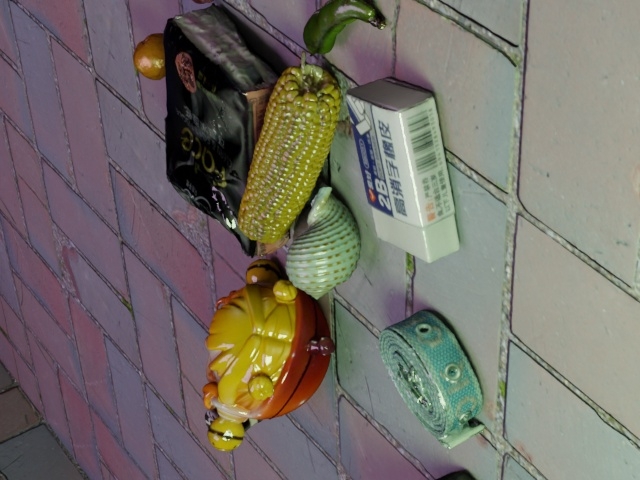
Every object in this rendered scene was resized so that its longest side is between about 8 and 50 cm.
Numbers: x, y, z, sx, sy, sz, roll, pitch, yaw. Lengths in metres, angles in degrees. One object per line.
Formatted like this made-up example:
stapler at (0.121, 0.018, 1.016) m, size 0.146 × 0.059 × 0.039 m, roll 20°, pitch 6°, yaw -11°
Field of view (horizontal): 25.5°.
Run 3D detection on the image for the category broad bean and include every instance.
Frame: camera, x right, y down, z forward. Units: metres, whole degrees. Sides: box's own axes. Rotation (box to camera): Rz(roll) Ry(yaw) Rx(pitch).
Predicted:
broad bean at (0.016, -0.275, 1.801) m, size 0.061 × 0.046 × 0.195 m, roll 54°, pitch 155°, yaw -14°

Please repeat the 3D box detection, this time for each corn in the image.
corn at (-0.042, -0.117, 1.949) m, size 0.101 × 0.101 × 0.310 m, roll 49°, pitch 137°, yaw 32°

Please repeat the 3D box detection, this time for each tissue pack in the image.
tissue pack at (-0.140, -0.156, 2.122) m, size 0.245 × 0.123 × 0.332 m, roll 48°, pitch 150°, yaw 38°

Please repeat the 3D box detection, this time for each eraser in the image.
eraser at (0.105, -0.088, 1.768) m, size 0.124 × 0.068 × 0.210 m, roll 27°, pitch 136°, yaw 53°

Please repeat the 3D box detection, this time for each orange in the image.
orange at (-0.262, -0.297, 2.282) m, size 0.070 × 0.083 × 0.083 m, roll 53°, pitch 157°, yaw -13°

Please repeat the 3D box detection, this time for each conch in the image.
conch at (0.005, 0.004, 2.002) m, size 0.153 × 0.102 × 0.135 m, roll -66°, pitch 22°, yaw -1°

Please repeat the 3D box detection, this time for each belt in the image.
belt at (0.146, 0.180, 1.911) m, size 0.163 × 0.082 × 0.147 m, roll 44°, pitch 152°, yaw 40°

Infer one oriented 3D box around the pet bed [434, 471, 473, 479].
pet bed at (0.139, 0.432, 1.991) m, size 0.183 × 0.211 × 0.159 m, roll 25°, pitch 135°, yaw 59°

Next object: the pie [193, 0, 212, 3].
pie at (-0.188, -0.419, 2.085) m, size 0.153 × 0.038 × 0.153 m, roll 43°, pitch 148°, yaw 35°

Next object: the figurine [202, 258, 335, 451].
figurine at (-0.088, 0.181, 2.235) m, size 0.323 × 0.196 × 0.320 m, roll 119°, pitch 163°, yaw -72°
